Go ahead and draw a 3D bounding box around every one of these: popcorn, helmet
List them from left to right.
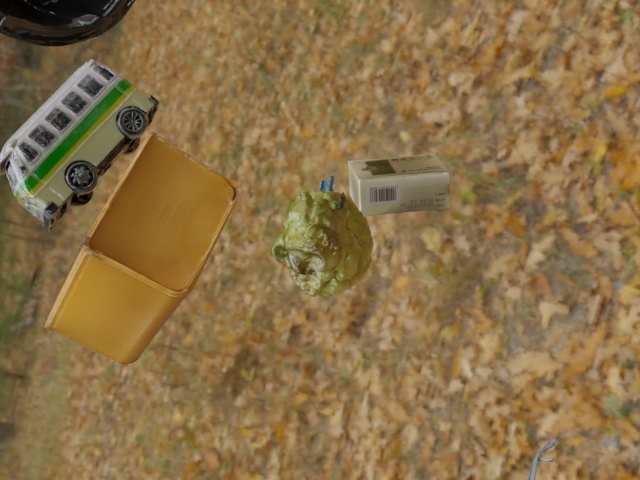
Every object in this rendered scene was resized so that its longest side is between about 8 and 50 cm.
[{"bbox_3d":[-0.361,-0.377,1.229,0.231,0.278,0.160,-65,30,17],"label":"helmet"},{"bbox_3d":[0.008,-0.002,1.543,0.142,0.173,0.174,-7,67,59],"label":"popcorn"}]

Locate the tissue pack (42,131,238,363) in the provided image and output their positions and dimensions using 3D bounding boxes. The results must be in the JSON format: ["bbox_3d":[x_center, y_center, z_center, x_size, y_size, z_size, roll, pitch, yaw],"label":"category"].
[{"bbox_3d":[-0.237,0.021,1.300,0.274,0.145,0.194,-45,20,55],"label":"tissue pack"}]

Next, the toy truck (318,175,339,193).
[{"bbox_3d":[0.023,-0.102,2.250,0.056,0.073,0.090,-20,79,22],"label":"toy truck"}]

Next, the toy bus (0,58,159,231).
[{"bbox_3d":[-0.463,-0.182,1.851,0.305,0.179,0.143,-52,7,-18],"label":"toy bus"}]

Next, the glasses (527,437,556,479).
[{"bbox_3d":[0.326,0.357,1.509,0.140,0.062,0.104,-34,-52,-72],"label":"glasses"}]

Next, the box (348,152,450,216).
[{"bbox_3d":[0.180,-0.131,2.279,0.168,0.212,0.095,-111,16,-71],"label":"box"}]
